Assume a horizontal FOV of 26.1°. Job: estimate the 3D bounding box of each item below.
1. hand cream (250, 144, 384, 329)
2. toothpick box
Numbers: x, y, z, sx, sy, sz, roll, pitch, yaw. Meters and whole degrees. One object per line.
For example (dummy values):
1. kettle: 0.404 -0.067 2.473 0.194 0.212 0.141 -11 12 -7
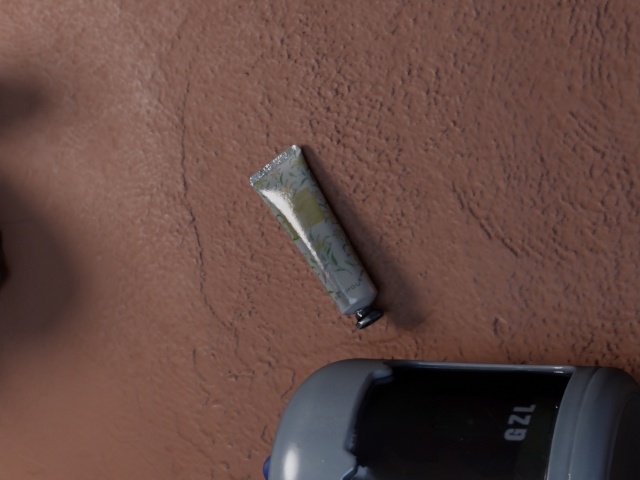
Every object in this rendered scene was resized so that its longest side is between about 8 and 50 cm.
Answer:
1. hand cream: 0.000 0.000 1.379 0.067 0.042 0.194 -37 79 25
2. toothpick box: 0.110 0.235 1.271 0.355 0.263 0.262 1 99 24
